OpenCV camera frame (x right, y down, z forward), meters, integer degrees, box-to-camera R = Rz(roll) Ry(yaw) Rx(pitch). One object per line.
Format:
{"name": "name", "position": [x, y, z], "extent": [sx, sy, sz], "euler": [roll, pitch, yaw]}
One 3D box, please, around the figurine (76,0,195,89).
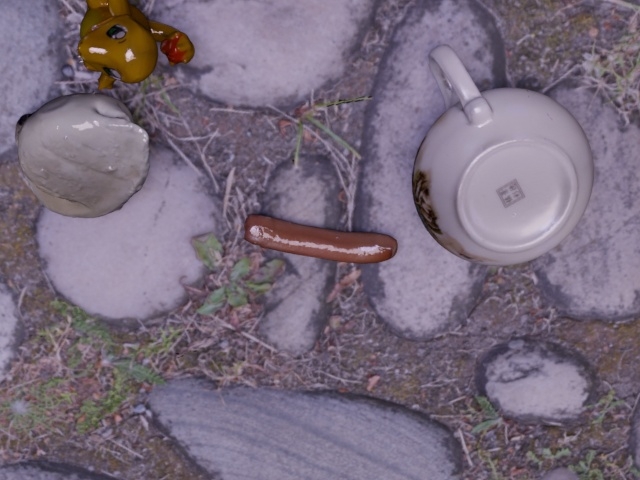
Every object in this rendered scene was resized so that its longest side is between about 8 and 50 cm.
{"name": "figurine", "position": [-0.189, -0.203, 0.931], "extent": [0.122, 0.176, 0.121], "euler": [4, 113, -18]}

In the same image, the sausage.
{"name": "sausage", "position": [0.000, 0.000, 1.085], "extent": [0.186, 0.043, 0.043], "euler": [9, 110, -6]}

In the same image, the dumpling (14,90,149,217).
{"name": "dumpling", "position": [-0.261, -0.094, 1.003], "extent": [0.176, 0.092, 0.150], "euler": [-13, 126, 6]}

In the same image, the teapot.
{"name": "teapot", "position": [0.200, -0.083, 1.020], "extent": [0.204, 0.139, 0.298], "euler": [-21, 113, 6]}
